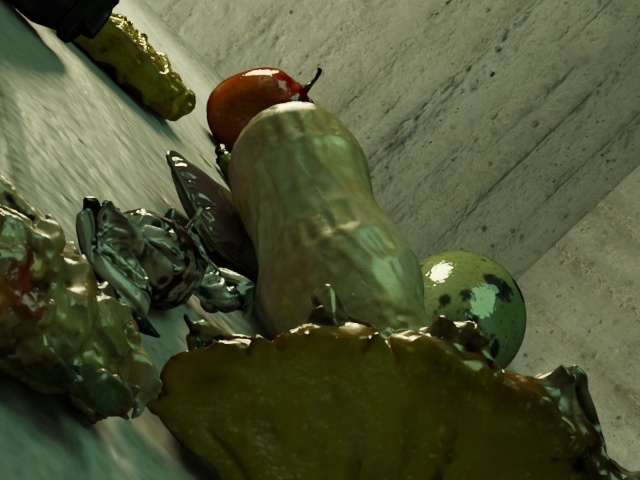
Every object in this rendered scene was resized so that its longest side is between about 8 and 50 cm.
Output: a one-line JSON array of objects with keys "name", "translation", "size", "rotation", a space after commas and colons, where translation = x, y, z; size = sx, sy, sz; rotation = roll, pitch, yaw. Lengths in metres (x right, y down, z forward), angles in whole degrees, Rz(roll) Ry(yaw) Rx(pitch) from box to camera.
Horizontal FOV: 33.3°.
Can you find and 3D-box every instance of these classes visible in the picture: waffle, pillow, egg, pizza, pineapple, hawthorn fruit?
[{"name": "waffle", "translation": [-0.235, -0.228, 1.304], "size": [0.211, 0.055, 0.160], "rotation": [43, 7, -21]}, {"name": "pillow", "translation": [-0.066, 0.001, 0.995], "size": [0.131, 0.038, 0.232], "rotation": [57, 10, 31]}, {"name": "egg", "translation": [0.176, 0.105, 1.382], "size": [0.177, 0.177, 0.228], "rotation": [46, 17, 1]}, {"name": "pizza", "translation": [-0.142, -0.006, 0.394], "size": [0.185, 0.052, 0.195], "rotation": [44, 5, 16]}, {"name": "pineapple", "translation": [0.079, 0.127, 0.548], "size": [0.334, 0.161, 0.158], "rotation": [43, 3, 0]}, {"name": "hawthorn fruit", "translation": [-0.074, -0.200, 1.632], "size": [0.157, 0.194, 0.157], "rotation": [57, 2, -3]}]

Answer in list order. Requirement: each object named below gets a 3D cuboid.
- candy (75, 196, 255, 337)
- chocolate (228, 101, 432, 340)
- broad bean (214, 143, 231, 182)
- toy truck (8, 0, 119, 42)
[{"name": "candy", "translation": [-0.089, 0.015, 0.642], "size": [0.094, 0.051, 0.226], "rotation": [50, 6, 11]}, {"name": "chocolate", "translation": [0.000, 0.000, 0.883], "size": [0.134, 0.134, 0.309], "rotation": [40, 20, -47]}, {"name": "broad bean", "translation": [-0.056, -0.033, 1.312], "size": [0.297, 0.043, 0.060], "rotation": [48, -4, 29]}, {"name": "toy truck", "translation": [-0.292, -0.314, 1.072], "size": [0.224, 0.165, 0.147], "rotation": [30, -9, -10]}]
